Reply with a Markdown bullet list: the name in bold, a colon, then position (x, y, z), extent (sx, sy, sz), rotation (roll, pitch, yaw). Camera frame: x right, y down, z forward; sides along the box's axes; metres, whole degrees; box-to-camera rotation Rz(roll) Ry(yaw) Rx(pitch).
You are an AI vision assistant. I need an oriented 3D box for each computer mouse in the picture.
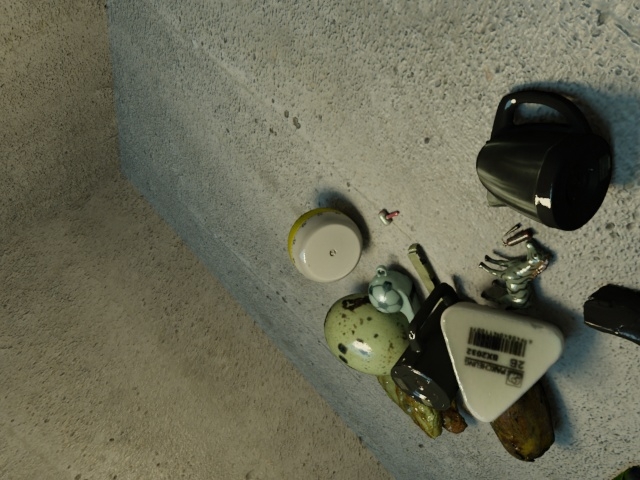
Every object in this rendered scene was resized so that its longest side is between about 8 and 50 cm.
- **computer mouse**: position (0.722, 0.178, 1.383), extent (0.217, 0.122, 0.073), rotation (22, 152, 40)

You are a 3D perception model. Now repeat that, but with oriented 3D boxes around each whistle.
- **whistle**: position (0.255, 0.206, 2.085), extent (0.163, 0.163, 0.290), rotation (10, 131, 52)

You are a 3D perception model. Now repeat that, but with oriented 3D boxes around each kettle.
- **kettle**: position (0.359, 0.325, 1.867), extent (0.262, 0.308, 0.203), rotation (42, 152, -5)
- **kettle**: position (0.449, -0.168, 1.297), extent (0.271, 0.207, 0.251), rotation (27, 152, 52)

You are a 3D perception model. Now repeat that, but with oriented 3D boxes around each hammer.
- **hammer**: position (0.223, -0.078, 1.926), extent (0.052, 0.031, 0.083), rotation (53, 147, -10)

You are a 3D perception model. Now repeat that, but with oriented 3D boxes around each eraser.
- **eraser**: position (0.521, 0.305, 1.660), extent (0.331, 0.331, 0.150), rotation (43, -168, 16)

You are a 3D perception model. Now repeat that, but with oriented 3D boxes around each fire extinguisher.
- **fire extinguisher**: position (0.506, -0.011, 1.566), extent (0.046, 0.032, 0.100), rotation (48, 142, -8)

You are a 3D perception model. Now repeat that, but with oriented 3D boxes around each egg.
- **egg**: position (0.185, 0.352, 2.221), extent (0.379, 0.287, 0.288), rotation (34, 148, 31)

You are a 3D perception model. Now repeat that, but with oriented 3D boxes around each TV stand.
- **TV stand**: position (0.356, 0.124, 1.956), extent (0.036, 0.042, 0.249), rotation (-17, 113, 39)

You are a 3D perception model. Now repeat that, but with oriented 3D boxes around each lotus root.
- **lotus root**: position (0.623, 0.531, 1.881), extent (0.179, 0.196, 0.398), rotation (-1, 121, 51)

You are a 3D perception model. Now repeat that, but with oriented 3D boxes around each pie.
- **pie**: position (0.353, 0.588, 2.379), extent (0.418, 0.180, 0.395), rotation (12, 135, 60)

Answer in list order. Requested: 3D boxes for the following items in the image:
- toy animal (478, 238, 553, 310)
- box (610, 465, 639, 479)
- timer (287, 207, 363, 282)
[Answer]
- **toy animal**: position (0.515, 0.093, 1.631), extent (0.170, 0.090, 0.255), rotation (32, 150, 27)
- **box**: position (0.934, 0.813, 1.856), extent (0.134, 0.097, 0.346), rotation (30, 147, 20)
- **timer**: position (0.000, 0.000, 2.138), extent (0.285, 0.285, 0.285), rotation (37, 149, 26)
